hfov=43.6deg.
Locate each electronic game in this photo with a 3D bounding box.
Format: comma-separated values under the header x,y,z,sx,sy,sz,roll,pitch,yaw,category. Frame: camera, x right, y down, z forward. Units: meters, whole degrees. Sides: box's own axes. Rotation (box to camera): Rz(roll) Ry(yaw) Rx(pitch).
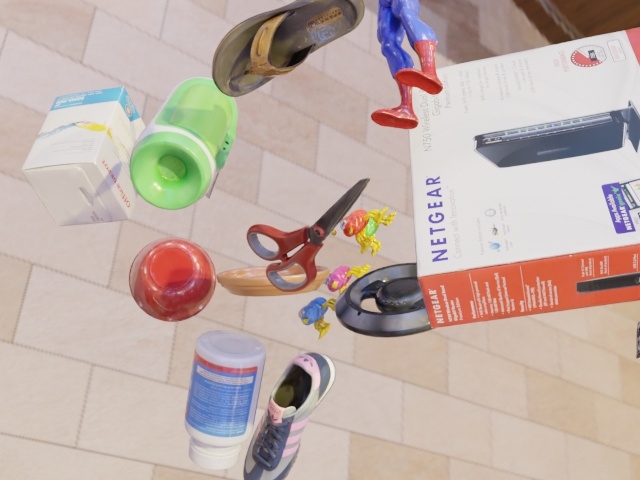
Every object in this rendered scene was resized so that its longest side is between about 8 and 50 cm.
x,y,z,sx,sy,sz,roll,pitch,yaw,category
0.136,0.098,1.341,0.229,0.229,0.048,-35,121,-43,electronic game

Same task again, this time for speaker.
x,y,z,sx,sy,sz,roll,pitch,yaw,category
-0.207,-0.161,1.255,0.131,0.131,0.296,42,23,-18,speaker

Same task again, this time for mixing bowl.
x,y,z,sx,sy,sz,roll,pitch,yaw,category
-0.300,0.067,1.628,0.181,0.098,0.181,3,74,-9,mixing bowl

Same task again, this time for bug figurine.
x,y,z,sx,sy,sz,roll,pitch,yaw,category
0.046,0.039,1.496,0.072,0.279,0.216,30,20,13,bug figurine

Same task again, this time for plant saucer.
x,y,z,sx,sy,sz,roll,pitch,yaw,category
-0.082,0.071,1.412,0.200,0.200,0.037,-6,95,-41,plant saucer

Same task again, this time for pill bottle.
x,y,z,sx,sy,sz,roll,pitch,yaw,category
-0.170,0.278,1.388,0.124,0.124,0.222,-3,111,-40,pill bottle

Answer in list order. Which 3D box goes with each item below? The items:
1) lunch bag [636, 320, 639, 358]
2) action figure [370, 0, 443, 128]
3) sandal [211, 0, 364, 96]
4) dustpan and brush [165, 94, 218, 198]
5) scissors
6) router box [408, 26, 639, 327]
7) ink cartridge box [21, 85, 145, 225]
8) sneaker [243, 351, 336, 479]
x,y,z,sx,sy,sz,roll,pitch,yaw,category
0.489,0.136,0.791,0.212,0.305,0.256,1,70,-30,lunch bag
0.046,-0.256,0.820,0.139,0.091,0.280,15,54,-17,action figure
-0.044,-0.242,1.001,0.090,0.219,0.060,54,23,-41,sandal
-0.249,-0.203,1.555,0.211,0.147,0.060,45,50,12,dustpan and brush
0.000,0.000,0.995,0.021,0.297,0.109,-40,101,-36,scissors
0.248,-0.078,0.844,0.335,0.301,0.082,-88,163,-45,router box
-0.476,-0.173,1.665,0.171,0.168,0.233,71,19,-46,ink cartridge box
-0.087,0.368,1.627,0.319,0.112,0.131,-65,155,-1,sneaker
